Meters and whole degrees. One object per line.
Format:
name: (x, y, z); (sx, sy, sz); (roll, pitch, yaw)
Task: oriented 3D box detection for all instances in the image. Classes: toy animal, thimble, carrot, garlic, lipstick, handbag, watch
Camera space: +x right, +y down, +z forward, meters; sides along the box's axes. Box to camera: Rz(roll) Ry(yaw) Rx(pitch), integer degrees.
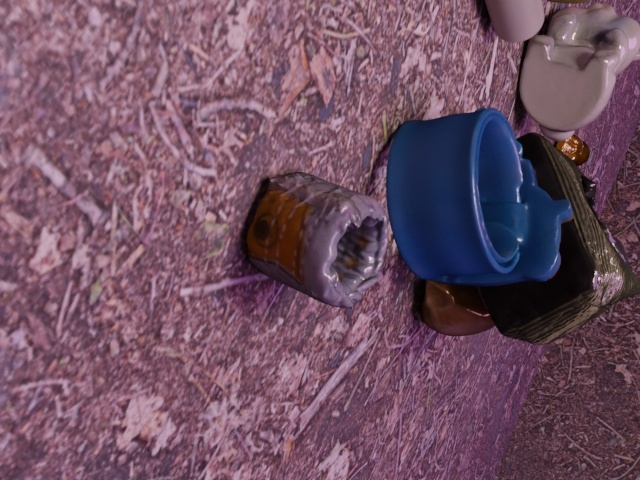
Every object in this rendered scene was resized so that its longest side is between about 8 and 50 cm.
toy animal: (0.564, -0.379, 1.574); (0.367, 0.196, 0.241); (-50, 154, -34)
thimble: (0.002, -0.001, 0.811); (0.151, 0.118, 0.127); (16, 95, -64)
carrot: (0.698, -0.246, 2.035); (0.173, 0.082, 0.082); (-2, 109, -66)
garlic: (0.305, 0.049, 1.416); (0.338, 0.151, 0.196); (-52, 135, -36)
lipstick: (0.273, -0.416, 1.097); (0.327, 0.087, 0.087); (36, 75, -62)
handbag: (0.392, 0.008, 1.269); (0.240, 0.247, 0.340); (12, 52, -41)
watch: (0.221, -0.092, 1.081); (0.274, 0.241, 0.305); (30, 59, -52)

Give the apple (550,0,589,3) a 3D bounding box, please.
apple: (0.405, -0.486, 1.210); (0.200, 0.200, 0.200); (-41, 141, -46)
